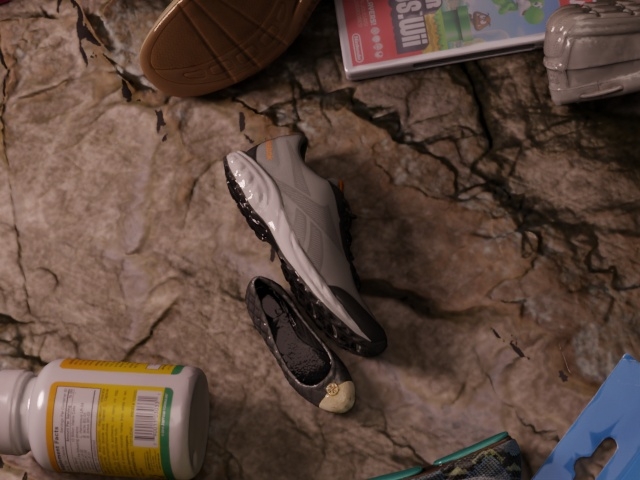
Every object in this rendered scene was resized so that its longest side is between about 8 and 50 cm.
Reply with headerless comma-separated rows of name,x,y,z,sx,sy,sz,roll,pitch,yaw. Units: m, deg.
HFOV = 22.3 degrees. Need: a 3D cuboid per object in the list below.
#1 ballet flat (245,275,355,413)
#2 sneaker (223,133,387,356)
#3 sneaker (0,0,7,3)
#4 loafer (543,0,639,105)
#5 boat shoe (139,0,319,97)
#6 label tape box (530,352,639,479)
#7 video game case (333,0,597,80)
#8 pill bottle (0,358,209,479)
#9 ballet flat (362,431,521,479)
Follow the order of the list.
ballet flat,-0.025,0.110,1.676,0.057,0.049,0.173,-38,71,-6
sneaker,0.000,0.000,1.687,0.108,0.100,0.272,-28,70,-9
sneaker,-0.457,-0.307,1.853,0.252,0.103,0.111,-21,68,-9
loafer,0.394,-0.196,1.712,0.319,0.112,0.112,-2,110,0
boat shoe,-0.057,-0.288,1.791,0.341,0.110,0.122,-38,114,7
label tape box,0.365,0.290,1.533,0.347,0.115,0.249,37,79,15
video game case,0.154,-0.295,1.807,0.285,0.025,0.204,-9,70,3
pill bottle,-0.224,0.179,1.641,0.208,0.117,0.118,2,71,7
ballet flat,0.112,0.247,1.607,0.188,0.070,0.070,-19,70,4
